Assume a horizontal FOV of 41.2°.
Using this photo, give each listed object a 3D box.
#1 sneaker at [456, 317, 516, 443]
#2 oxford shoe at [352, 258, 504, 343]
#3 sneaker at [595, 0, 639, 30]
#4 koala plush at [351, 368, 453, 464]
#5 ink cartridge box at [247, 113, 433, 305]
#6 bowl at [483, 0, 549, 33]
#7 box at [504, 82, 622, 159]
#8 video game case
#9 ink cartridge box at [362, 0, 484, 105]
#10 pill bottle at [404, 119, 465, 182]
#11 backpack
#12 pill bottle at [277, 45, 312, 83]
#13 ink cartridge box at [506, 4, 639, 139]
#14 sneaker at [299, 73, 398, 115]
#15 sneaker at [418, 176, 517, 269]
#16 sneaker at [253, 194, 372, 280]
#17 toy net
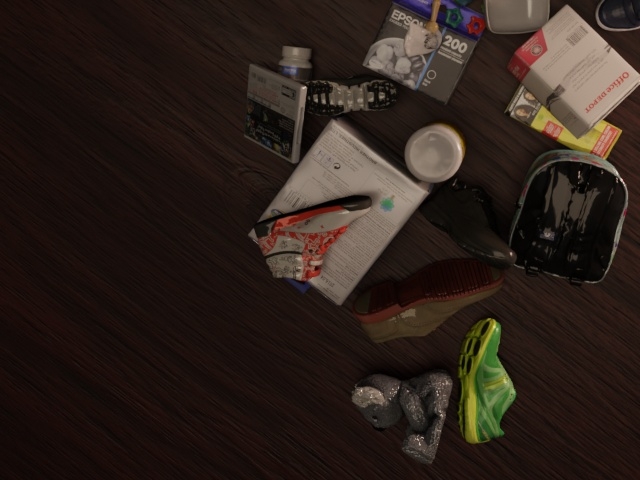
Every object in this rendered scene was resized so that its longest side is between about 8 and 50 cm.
[{"bbox_3d":[0.383,0.318,1.952,0.123,0.109,0.296,1,102,-11],"label":"sneaker"},{"bbox_3d":[0.254,0.141,1.941,0.348,0.123,0.130,-16,125,14],"label":"oxford shoe"},{"bbox_3d":[0.687,-0.485,1.668,0.282,0.153,0.099,-14,98,15],"label":"sneaker"},{"bbox_3d":[0.178,0.371,1.961,0.221,0.196,0.203,15,93,9],"label":"koala plush"},{"bbox_3d":[0.027,-0.047,1.910,0.270,0.151,0.395,38,106,3],"label":"ink cartridge box"},{"bbox_3d":[0.399,-0.500,1.764,0.142,0.053,0.142,-7,102,-10],"label":"bowl"},{"bbox_3d":[0.511,-0.252,1.807,0.232,0.058,0.087,30,105,4],"label":"box"},{"bbox_3d":[-0.102,-0.282,1.884,0.190,0.022,0.173,32,125,41],"label":"video game case"},{"bbox_3d":[0.227,-0.428,1.839,0.206,0.045,0.208,27,105,5],"label":"ink cartridge box"},{"bbox_3d":[0.245,-0.191,1.797,0.117,0.215,0.117,3,103,12],"label":"pill bottle"},{"bbox_3d":[0.517,-0.061,1.777,0.225,0.191,0.254,13,115,9],"label":"backpack"},{"bbox_3d":[-0.058,-0.361,1.898,0.078,0.078,0.137,8,104,10],"label":"pill bottle"},{"bbox_3d":[0.514,-0.340,1.733,0.158,0.092,0.218,-42,82,-7],"label":"ink cartridge box"},{"bbox_3d":[0.054,-0.321,1.865,0.234,0.106,0.078,-1,110,6],"label":"sneaker"},{"bbox_3d":[0.324,-0.045,1.806,0.130,0.109,0.286,-52,43,8],"label":"sneaker"},{"bbox_3d":[0.000,0.000,1.807,0.270,0.090,0.145,-14,99,19],"label":"sneaker"},{"bbox_3d":[0.264,-0.456,1.787,0.232,0.045,0.122,-44,110,-5],"label":"toy net"}]
